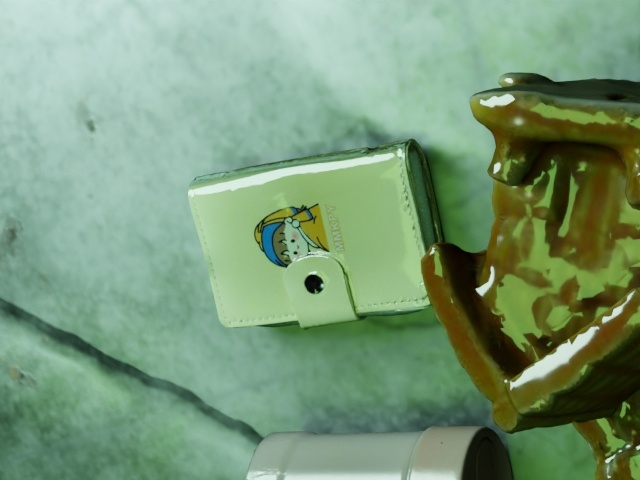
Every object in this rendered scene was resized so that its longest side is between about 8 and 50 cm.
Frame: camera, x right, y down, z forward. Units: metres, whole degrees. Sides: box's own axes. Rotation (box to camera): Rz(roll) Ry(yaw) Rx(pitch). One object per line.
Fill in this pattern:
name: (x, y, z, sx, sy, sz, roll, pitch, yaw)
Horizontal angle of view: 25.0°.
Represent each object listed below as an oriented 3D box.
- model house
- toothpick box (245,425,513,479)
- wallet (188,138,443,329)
model house: (0.187, 0.032, 0.764, 0.220, 0.199, 0.229, 14, 108, 33)
toothpick box: (0.038, 0.169, 0.923, 0.149, 0.098, 0.098, -5, 105, 27)
wallet: (0.000, 0.000, 0.920, 0.155, 0.039, 0.110, -8, 100, 26)
